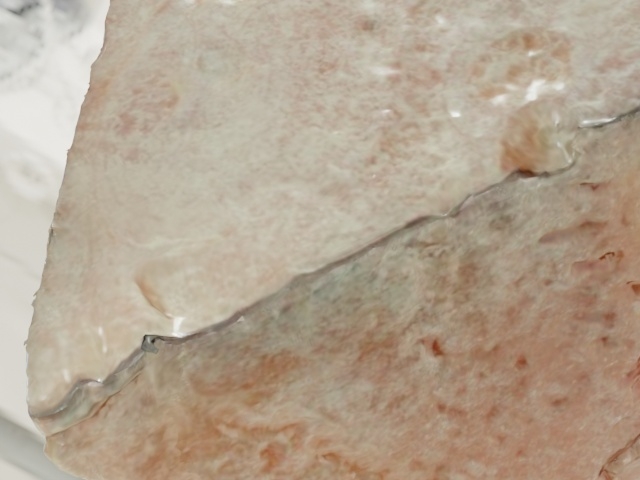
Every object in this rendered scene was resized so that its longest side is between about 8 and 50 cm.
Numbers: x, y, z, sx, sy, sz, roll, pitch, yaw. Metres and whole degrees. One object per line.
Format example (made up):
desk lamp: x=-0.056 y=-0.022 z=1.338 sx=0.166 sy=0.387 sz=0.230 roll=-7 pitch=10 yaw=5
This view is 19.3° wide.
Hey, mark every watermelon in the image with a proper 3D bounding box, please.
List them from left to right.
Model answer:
watermelon: x=-0.001 y=-0.017 z=0.682 sx=0.293 sy=0.283 sz=0.250 roll=-2 pitch=25 yaw=-29
